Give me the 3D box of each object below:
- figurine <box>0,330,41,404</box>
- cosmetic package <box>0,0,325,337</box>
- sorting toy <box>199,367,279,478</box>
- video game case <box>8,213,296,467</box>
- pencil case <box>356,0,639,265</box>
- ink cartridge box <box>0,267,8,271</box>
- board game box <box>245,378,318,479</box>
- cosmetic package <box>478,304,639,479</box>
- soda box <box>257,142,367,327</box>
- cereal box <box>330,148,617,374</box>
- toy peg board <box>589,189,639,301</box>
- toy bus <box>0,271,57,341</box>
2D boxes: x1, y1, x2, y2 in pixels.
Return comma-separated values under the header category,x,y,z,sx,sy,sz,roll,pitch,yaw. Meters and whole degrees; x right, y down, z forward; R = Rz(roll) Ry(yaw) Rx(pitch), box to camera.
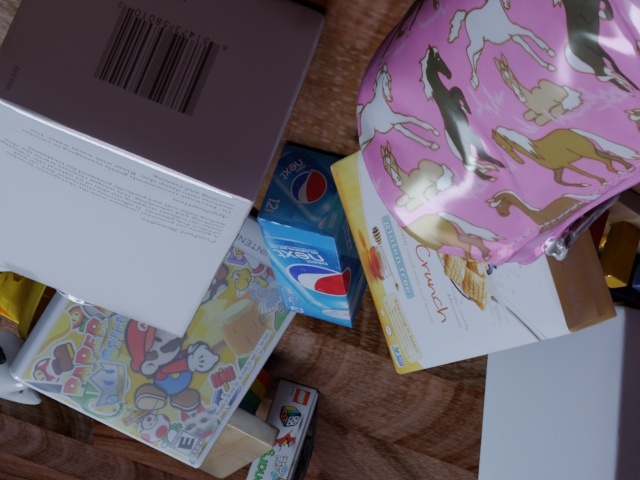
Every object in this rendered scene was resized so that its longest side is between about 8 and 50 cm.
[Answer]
category,x,y,z,sx,sy,sz,roll,pitch,yaw
figurine,-0.352,0.070,1.551,0.209,0.092,0.215,28,164,16
cosmetic package,-0.142,-0.067,1.268,0.197,0.155,0.365,22,161,-6
sorting toy,-0.179,0.162,1.969,0.255,0.089,0.257,29,158,-7
video game case,-0.132,0.067,1.523,0.206,0.227,0.026,31,-177,-29
pencil case,0.147,-0.106,0.896,0.167,0.160,0.386,24,159,-10
ink cartridge box,-0.359,-0.065,1.552,0.237,0.100,0.172,34,156,-35
board game box,-0.058,0.305,2.111,0.053,0.193,0.305,17,160,5
cosmetic package,0.246,0.176,1.365,0.224,0.224,0.138,12,170,-43
soda box,0.000,0.000,1.435,0.067,0.071,0.210,15,160,12
cereal box,0.100,-0.004,1.209,0.047,0.173,0.240,-16,176,-27
toy peg board,0.177,0.013,1.295,0.160,0.079,0.161,29,158,-25
toy bus,-0.227,0.065,1.735,0.220,0.149,0.211,31,171,-35
